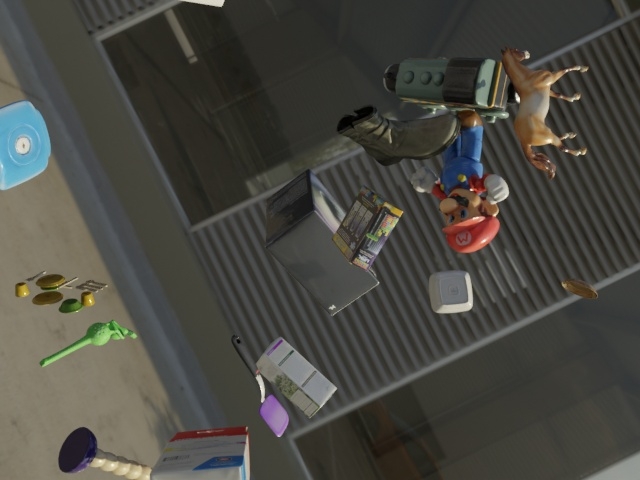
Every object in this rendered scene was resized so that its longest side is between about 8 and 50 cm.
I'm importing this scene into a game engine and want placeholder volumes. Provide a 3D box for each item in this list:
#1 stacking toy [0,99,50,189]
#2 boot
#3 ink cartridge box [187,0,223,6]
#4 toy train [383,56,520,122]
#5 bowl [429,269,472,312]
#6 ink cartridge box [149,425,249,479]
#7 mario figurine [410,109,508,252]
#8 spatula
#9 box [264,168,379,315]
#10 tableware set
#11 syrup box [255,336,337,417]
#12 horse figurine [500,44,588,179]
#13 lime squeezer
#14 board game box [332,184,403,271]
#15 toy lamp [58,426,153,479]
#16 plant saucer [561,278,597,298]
[{"bbox_3d":[-0.792,-0.231,1.419,0.165,0.302,0.175,-52,145,-54],"label":"stacking toy"},{"bbox_3d":[0.158,-0.236,1.323,0.161,0.247,0.083,28,63,-36],"label":"boot"},{"bbox_3d":[-0.288,-0.536,1.035,0.226,0.306,0.131,-51,-131,49],"label":"ink cartridge box"},{"bbox_3d":[0.301,-0.361,1.432,0.334,0.190,0.142,21,-76,45],"label":"toy train"},{"bbox_3d":[0.433,0.167,2.049,0.053,0.142,0.141,89,-4,-81],"label":"bowl"},{"bbox_3d":[-0.181,0.362,0.983,0.231,0.134,0.078,145,-59,-85],"label":"ink cartridge box"},{"bbox_3d":[0.295,-0.128,1.343,0.198,0.170,0.320,94,-6,-66],"label":"mario figurine"},{"bbox_3d":[-0.161,0.371,1.618,0.296,0.030,0.084,67,29,-15],"label":"spatula"},{"bbox_3d":[0.000,0.000,1.773,0.296,0.183,0.294,47,16,-25],"label":"box"},{"bbox_3d":[-0.444,0.090,1.041,0.104,0.154,0.024,-41,136,-60],"label":"tableware set"},{"bbox_3d":[-0.078,0.415,1.890,0.237,0.096,0.093,42,-44,8],"label":"syrup box"},{"bbox_3d":[0.449,-0.259,1.252,0.066,0.175,0.263,-179,-88,-77],"label":"horse figurine"},{"bbox_3d":[-0.539,0.246,1.552,0.059,0.110,0.310,37,18,18],"label":"lime squeezer"},{"bbox_3d":[0.093,-0.029,1.282,0.048,0.141,0.170,26,10,-17],"label":"board game box"},{"bbox_3d":[-0.305,0.388,1.042,0.274,0.080,0.080,46,12,-41],"label":"toy lamp"},{"bbox_3d":[0.605,0.109,1.446,0.083,0.015,0.083,27,-13,7],"label":"plant saucer"}]
